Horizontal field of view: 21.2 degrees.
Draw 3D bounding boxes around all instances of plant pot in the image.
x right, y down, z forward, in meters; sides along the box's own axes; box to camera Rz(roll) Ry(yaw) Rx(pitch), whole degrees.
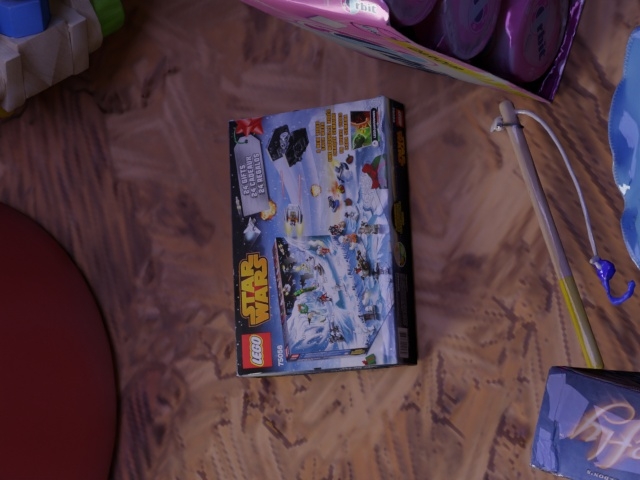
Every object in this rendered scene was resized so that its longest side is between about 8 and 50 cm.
[{"bbox_3d":[-0.289,0.092,0.911,0.275,0.243,0.274,-3,83,29],"label":"plant pot"}]

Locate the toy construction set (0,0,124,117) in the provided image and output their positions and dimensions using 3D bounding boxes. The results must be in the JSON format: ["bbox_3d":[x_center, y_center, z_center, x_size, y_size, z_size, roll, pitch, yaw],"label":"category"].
[{"bbox_3d":[-0.225,-0.188,0.942,0.327,0.151,0.215,49,150,36],"label":"toy construction set"}]

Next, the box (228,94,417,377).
[{"bbox_3d":[0.000,0.000,0.882,0.094,0.027,0.137,-6,81,27],"label":"box"}]

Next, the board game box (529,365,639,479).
[{"bbox_3d":[0.223,0.103,0.665,0.243,0.165,0.042,16,92,30],"label":"board game box"}]

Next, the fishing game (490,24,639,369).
[{"bbox_3d":[0.211,-0.042,0.729,0.264,0.041,0.189,-31,69,26],"label":"fishing game"}]

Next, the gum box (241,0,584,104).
[{"bbox_3d":[0.033,-0.119,0.784,0.107,0.188,0.062,19,93,30],"label":"gum box"}]
